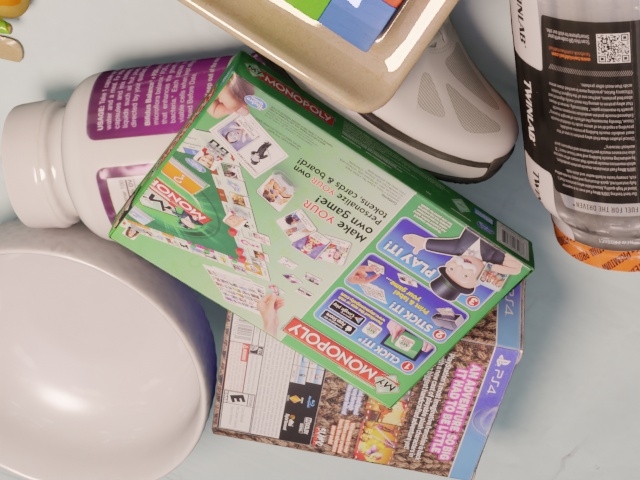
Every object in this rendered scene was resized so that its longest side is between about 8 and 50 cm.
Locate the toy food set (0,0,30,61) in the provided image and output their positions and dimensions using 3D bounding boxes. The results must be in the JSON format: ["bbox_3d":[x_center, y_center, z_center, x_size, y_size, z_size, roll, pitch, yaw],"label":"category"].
[{"bbox_3d":[-0.339,-0.255,1.276,0.132,0.038,0.192,11,127,-1],"label":"toy food set"}]

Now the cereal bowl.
[{"bbox_3d":[-0.266,0.108,1.462,0.339,0.141,0.339,7,127,10],"label":"cereal bowl"}]

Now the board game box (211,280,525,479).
[{"bbox_3d":[0.047,0.109,1.409,0.291,0.141,0.232,11,136,-1],"label":"board game box"}]

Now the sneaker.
[{"bbox_3d":[0.054,-0.249,1.148,0.447,0.169,0.257,38,124,-16],"label":"sneaker"}]

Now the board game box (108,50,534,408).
[{"bbox_3d":[0.000,0.000,1.202,0.317,0.046,0.213,33,123,-15],"label":"board game box"}]

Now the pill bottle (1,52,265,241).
[{"bbox_3d":[-0.143,-0.087,1.296,0.302,0.169,0.169,-5,125,11],"label":"pill bottle"}]

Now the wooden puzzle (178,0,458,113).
[{"bbox_3d":[-0.002,-0.306,1.022,0.322,0.080,0.348,32,115,-5],"label":"wooden puzzle"}]

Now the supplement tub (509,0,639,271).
[{"bbox_3d":[0.270,-0.140,1.185,0.194,0.193,0.316,-4,125,10],"label":"supplement tub"}]
